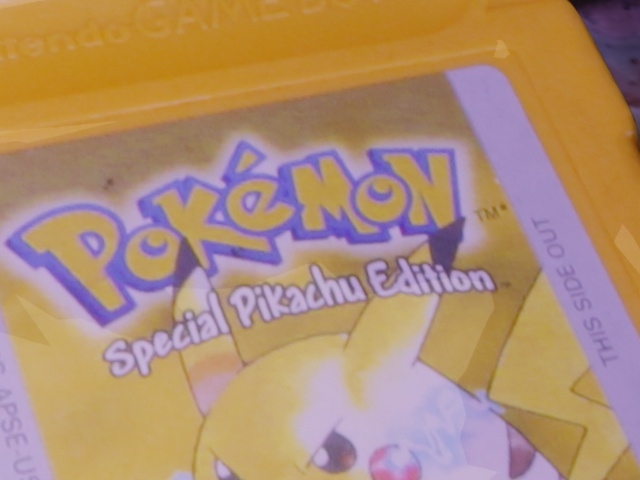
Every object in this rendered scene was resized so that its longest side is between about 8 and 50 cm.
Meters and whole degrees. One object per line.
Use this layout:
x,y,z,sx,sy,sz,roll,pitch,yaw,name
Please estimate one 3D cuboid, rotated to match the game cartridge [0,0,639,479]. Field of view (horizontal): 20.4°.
-0.014,0.022,0.556,0.285,0.053,0.324,-12,62,-19,game cartridge
